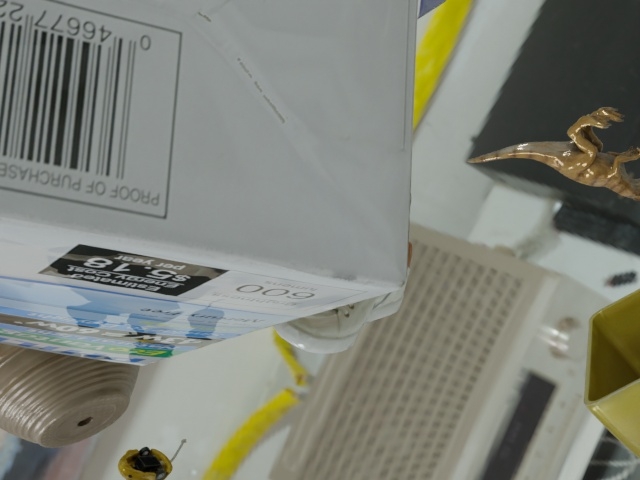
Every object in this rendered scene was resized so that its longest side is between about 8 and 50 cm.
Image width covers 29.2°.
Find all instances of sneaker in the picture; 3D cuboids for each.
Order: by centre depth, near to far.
[{"bbox_3d":[0.035,0.055,1.607,0.106,0.290,0.123,27,114,18],"label":"sneaker"}]

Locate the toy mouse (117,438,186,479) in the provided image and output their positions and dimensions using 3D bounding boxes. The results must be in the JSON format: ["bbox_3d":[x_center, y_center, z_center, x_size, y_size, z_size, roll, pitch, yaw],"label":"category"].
[{"bbox_3d":[-0.153,0.263,1.201,0.143,0.161,0.031,44,116,29],"label":"toy mouse"}]

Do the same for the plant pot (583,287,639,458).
[{"bbox_3d":[0.411,0.143,1.246,0.212,0.187,0.212,-32,12,23],"label":"plant pot"}]

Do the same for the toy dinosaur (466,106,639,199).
[{"bbox_3d":[0.279,-0.093,1.352,0.064,0.211,0.112,-78,5,-61],"label":"toy dinosaur"}]

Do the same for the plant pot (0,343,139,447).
[{"bbox_3d":[-0.306,0.175,1.490,0.237,0.237,0.109,-43,66,28],"label":"plant pot"}]

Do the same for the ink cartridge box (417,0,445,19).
[{"bbox_3d":[0.039,-0.280,1.504,0.371,0.069,0.176,-18,12,24],"label":"ink cartridge box"}]

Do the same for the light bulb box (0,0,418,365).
[{"bbox_3d":[-0.188,-0.078,0.662,0.361,0.358,0.225,-23,60,61],"label":"light bulb box"}]
